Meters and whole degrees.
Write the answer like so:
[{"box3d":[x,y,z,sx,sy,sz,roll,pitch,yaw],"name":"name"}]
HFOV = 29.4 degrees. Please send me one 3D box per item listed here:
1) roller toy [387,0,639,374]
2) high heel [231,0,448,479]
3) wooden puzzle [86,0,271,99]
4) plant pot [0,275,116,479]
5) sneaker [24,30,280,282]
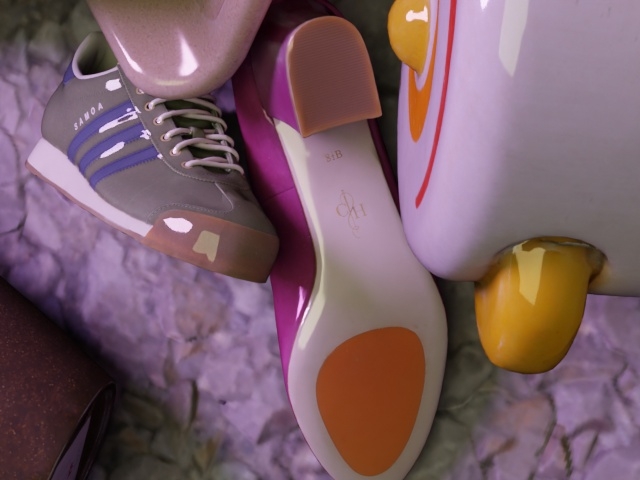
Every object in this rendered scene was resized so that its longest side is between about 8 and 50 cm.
[{"box3d":[0.098,-0.074,0.463,0.146,0.191,0.209,4,126,-3],"name":"roller toy"},{"box3d":[0.000,0.000,0.598,0.082,0.117,0.244,-17,110,-10],"name":"high heel"},{"box3d":[-0.046,-0.285,0.504,0.322,0.080,0.348,60,138,23],"name":"wooden puzzle"},{"box3d":[-0.230,0.076,0.612,0.230,0.215,0.215,23,101,3],"name":"plant pot"},{"box3d":[-0.077,-0.050,0.577,0.192,0.064,0.086,27,99,48],"name":"sneaker"}]
